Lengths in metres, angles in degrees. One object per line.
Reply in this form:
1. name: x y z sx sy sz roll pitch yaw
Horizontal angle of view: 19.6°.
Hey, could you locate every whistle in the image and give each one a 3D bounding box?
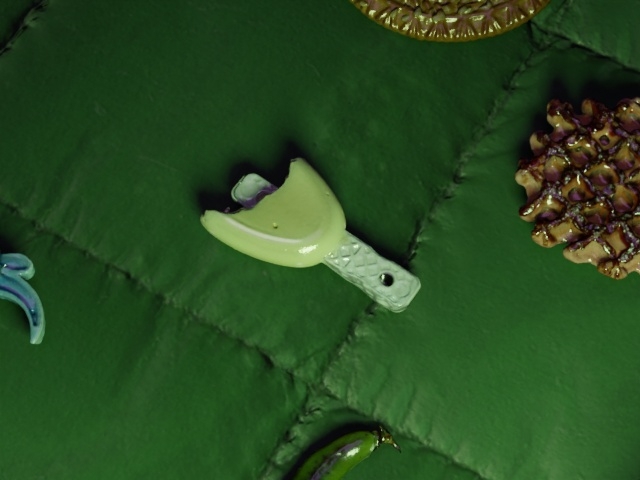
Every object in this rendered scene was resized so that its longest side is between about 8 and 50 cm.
1. whistle: -0.378 0.051 1.929 0.180 0.093 0.269 -4 73 0

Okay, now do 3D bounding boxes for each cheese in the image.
1. cheese: 0.000 0.001 1.957 0.235 0.050 0.127 35 71 16

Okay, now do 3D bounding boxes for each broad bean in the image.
1. broad bean: -0.010 0.266 1.850 0.069 0.039 0.227 39 72 10

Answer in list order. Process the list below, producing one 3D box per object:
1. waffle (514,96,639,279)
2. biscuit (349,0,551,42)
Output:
1. waffle: 0.323 -0.057 1.978 0.234 0.055 0.221 8 65 -1
2. biscuit: 0.145 -0.361 2.118 0.305 0.038 0.305 0 67 1
